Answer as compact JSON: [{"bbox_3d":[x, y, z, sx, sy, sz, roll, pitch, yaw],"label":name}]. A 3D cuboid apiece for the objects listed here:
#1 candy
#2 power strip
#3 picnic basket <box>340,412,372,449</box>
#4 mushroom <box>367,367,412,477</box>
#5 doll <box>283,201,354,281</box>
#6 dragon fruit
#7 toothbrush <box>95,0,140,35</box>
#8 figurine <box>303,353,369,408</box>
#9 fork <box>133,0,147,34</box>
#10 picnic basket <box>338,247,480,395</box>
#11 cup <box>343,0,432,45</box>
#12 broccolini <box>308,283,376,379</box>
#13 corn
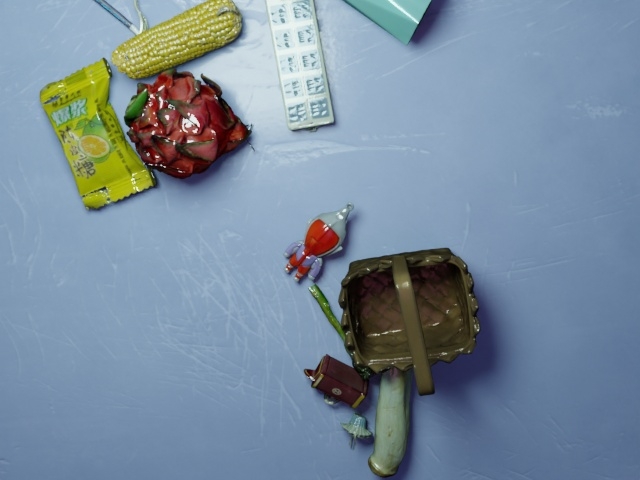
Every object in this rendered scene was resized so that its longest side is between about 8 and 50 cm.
[{"bbox_3d":[-0.499,-0.231,1.472,0.187,0.081,0.298,-20,98,7],"label":"candy"},{"bbox_3d":[-0.050,-0.421,1.445,0.106,0.043,0.368,-10,99,3],"label":"power strip"},{"bbox_3d":[0.083,0.457,1.576,0.083,0.065,0.083,20,83,-6],"label":"picnic basket"},{"bbox_3d":[0.170,0.406,1.545,0.081,0.100,0.313,10,101,23],"label":"mushroom"},{"bbox_3d":[0.000,0.000,1.496,0.102,0.075,0.228,40,108,5],"label":"doll"},{"bbox_3d":[-0.269,-0.232,1.404,0.292,0.234,0.234,13,100,-22],"label":"dragon fruit"},{"bbox_3d":[-0.433,-0.486,1.457,0.288,0.024,0.026,38,98,-4],"label":"toothbrush"},{"bbox_3d":[0.029,0.339,1.559,0.154,0.082,0.098,26,119,-2],"label":"figurine"},{"bbox_3d":[-0.401,-0.537,1.437,0.028,0.034,0.220,-8,90,13],"label":"fork"},{"bbox_3d":[0.185,0.154,1.398,0.291,0.321,0.254,-11,102,6],"label":"picnic basket"},{"bbox_3d":[0.116,-0.527,1.380,0.235,0.148,0.134,27,126,-1],"label":"cup"},{"bbox_3d":[0.056,0.209,1.541,0.071,0.057,0.255,-30,87,32],"label":"broccolini"},{"bbox_3d":[-0.302,-0.425,1.411,0.292,0.106,0.106,-27,97,-2],"label":"corn"}]
